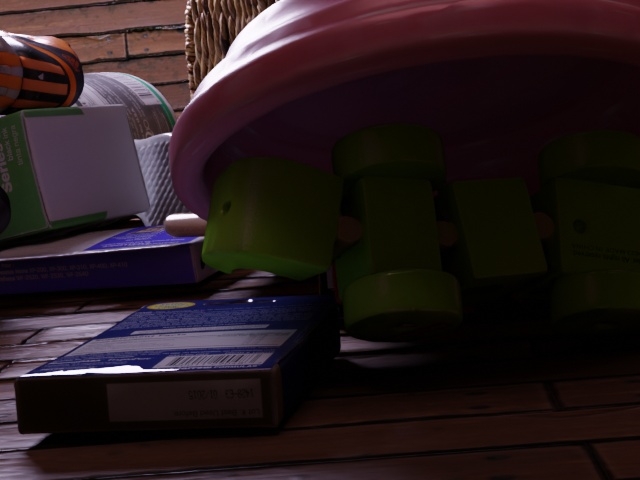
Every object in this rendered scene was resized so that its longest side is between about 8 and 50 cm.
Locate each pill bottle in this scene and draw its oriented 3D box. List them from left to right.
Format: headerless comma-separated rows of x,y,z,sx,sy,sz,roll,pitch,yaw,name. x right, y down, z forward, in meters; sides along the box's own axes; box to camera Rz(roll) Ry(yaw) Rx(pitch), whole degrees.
-0.336,-0.105,1.777,0.204,0.204,0.361,-3,7,22,pill bottle

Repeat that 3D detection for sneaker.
-0.389,-0.181,1.509,0.321,0.124,0.180,21,9,29,sneaker
-0.139,-0.057,1.562,0.127,0.126,0.321,6,8,-29,sneaker

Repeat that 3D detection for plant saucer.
0.070,-0.085,0.879,0.332,0.084,0.332,-7,-18,-2,plant saucer

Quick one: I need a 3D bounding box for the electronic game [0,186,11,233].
-0.361,-0.021,1.120,0.229,0.048,0.229,-5,-18,-2,electronic game

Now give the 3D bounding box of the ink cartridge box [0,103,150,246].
-0.357,-0.046,1.460,0.289,0.121,0.211,-13,2,21,ink cartridge box

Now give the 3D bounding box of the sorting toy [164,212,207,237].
0.000,0.000,1.214,0.193,0.038,0.208,-1,-5,31,sorting toy

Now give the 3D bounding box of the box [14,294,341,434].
-0.067,0.067,0.813,0.136,0.036,0.225,-3,8,11,box

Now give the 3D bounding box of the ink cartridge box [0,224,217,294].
-0.194,0.019,1.287,0.206,0.045,0.208,-5,5,14,ink cartridge box

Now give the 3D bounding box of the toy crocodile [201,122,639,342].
0.100,0.003,0.837,0.340,0.115,0.105,1,-19,-20,toy crocodile

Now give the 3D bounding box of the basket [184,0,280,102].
-0.021,-0.179,1.753,0.213,0.299,0.223,-10,8,-36,basket

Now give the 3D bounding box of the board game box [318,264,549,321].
0.099,0.022,1.022,0.170,0.048,0.141,-4,5,17,board game box
